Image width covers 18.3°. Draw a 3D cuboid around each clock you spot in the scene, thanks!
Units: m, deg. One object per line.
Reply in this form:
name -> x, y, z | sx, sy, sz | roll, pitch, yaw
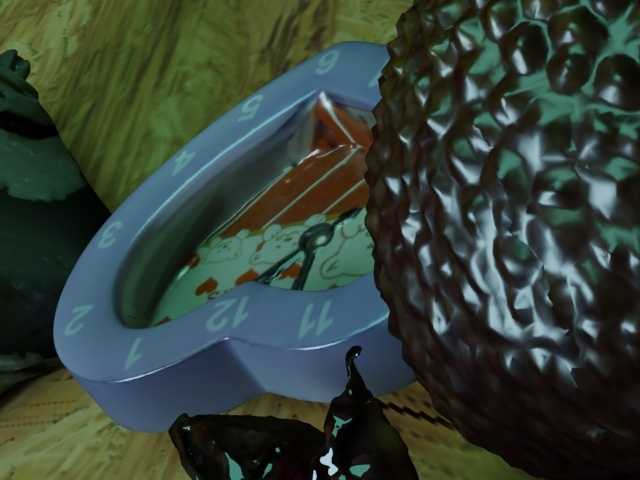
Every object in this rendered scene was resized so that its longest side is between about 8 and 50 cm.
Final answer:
clock -> 0.000, 0.000, 0.761 | 0.198, 0.064, 0.172 | -12, 40, 32

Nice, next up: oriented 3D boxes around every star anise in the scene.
star anise -> 0.008, 0.126, 0.595 | 0.212, 0.053, 0.157 | 39, 109, 45

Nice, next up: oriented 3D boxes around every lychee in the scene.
lychee -> 0.100, -0.016, 0.590 | 0.194, 0.194, 0.194 | -24, 35, 18

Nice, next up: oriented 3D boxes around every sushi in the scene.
sushi -> -0.185, -0.012, 0.911 | 0.109, 0.134, 0.273 | -60, 38, 22
